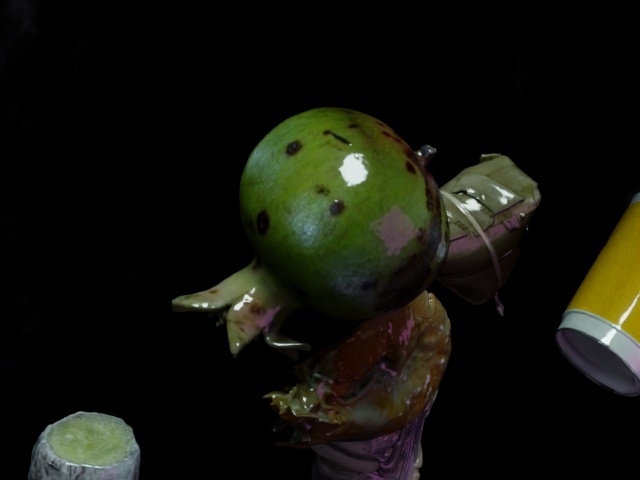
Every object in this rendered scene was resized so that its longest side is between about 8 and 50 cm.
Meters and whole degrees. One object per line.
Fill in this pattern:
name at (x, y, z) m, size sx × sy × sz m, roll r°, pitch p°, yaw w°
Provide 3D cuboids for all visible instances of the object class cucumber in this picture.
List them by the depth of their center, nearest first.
cucumber at (-0.142, 0.160, 0.602) m, size 0.064 × 0.064 × 0.112 m, roll -10°, pitch 119°, yaw -56°

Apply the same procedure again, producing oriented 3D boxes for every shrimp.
shrimp at (0.031, 0.093, 0.740) m, size 0.217 × 0.051 × 0.115 m, roll -6°, pitch 106°, yaw -52°

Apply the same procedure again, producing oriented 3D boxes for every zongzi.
zongzi at (0.100, 0.027, 0.916) m, size 0.178 × 0.081 × 0.189 m, roll -28°, pitch 150°, yaw -20°

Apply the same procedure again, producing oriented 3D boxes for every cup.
cup at (0.435, 0.055, 1.345) m, size 0.279 × 0.196 × 0.196 m, roll -48°, pitch 145°, yaw -17°

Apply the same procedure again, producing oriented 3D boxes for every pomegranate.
pomegranate at (0.007, 0.002, 0.665) m, size 0.148 × 0.148 × 0.169 m, roll 18°, pitch 100°, yaw -60°

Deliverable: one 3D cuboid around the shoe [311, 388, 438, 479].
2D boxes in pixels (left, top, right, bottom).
shoe at (0.036, 0.154, 0.849) m, size 0.092 × 0.089 × 0.180 m, roll 25°, pitch 85°, yaw -61°
